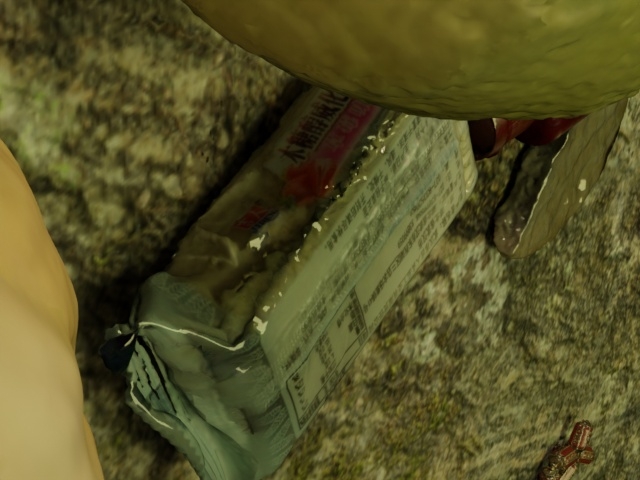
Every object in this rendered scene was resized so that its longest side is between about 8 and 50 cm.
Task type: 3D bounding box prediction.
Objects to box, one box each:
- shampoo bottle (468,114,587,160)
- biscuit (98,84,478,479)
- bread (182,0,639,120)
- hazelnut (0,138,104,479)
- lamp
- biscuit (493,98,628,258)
[{"bbox_3d":[0.178,-0.141,1.025,0.260,0.064,0.102,-35,111,-34],"label":"shampoo bottle"},{"bbox_3d":[-0.001,-0.003,0.823,0.309,0.079,0.186,-54,147,-24],"label":"biscuit"},{"bbox_3d":[0.055,-0.204,0.543,0.237,0.320,0.320,-18,125,-50],"label":"bread"},{"bbox_3d":[-0.187,0.043,0.423,0.241,0.261,0.261,-47,166,34],"label":"hazelnut"},{"bbox_3d":[0.250,0.226,1.474,0.083,0.031,0.063,-46,143,-29],"label":"lamp"},{"bbox_3d":[0.212,-0.095,1.176,0.133,0.032,0.250,19,92,-62],"label":"biscuit"}]
